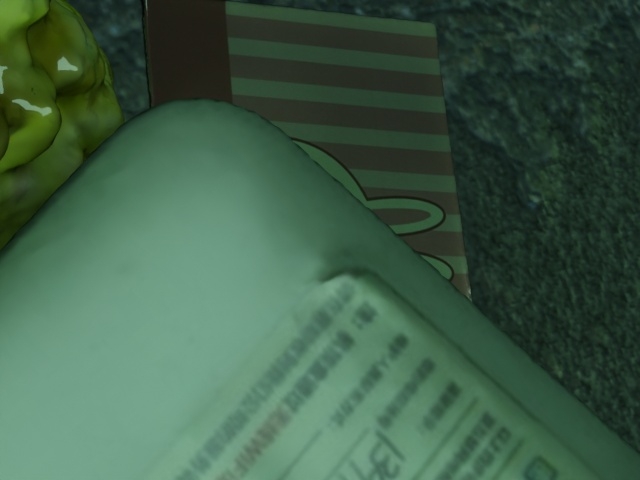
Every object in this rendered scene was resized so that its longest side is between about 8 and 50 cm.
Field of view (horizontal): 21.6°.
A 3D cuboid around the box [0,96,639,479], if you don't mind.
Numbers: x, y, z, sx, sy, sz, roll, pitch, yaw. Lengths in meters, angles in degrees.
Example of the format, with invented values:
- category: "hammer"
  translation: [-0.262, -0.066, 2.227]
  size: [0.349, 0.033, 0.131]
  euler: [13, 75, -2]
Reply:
- category: "box"
  translation: [-0.035, 0.198, 0.667]
  size: [0.396, 0.111, 0.396]
  euler: [43, 70, -3]

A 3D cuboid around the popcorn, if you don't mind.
- category: "popcorn"
  translation: [-0.205, -0.048, 0.770]
  size: [0.212, 0.259, 0.259]
  euler: [32, 56, 22]

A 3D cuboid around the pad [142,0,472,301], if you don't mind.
- category: "pad"
  translation: [0.000, 0.000, 0.984]
  size: [0.202, 0.005, 0.300]
  euler: [2, 71, -26]
